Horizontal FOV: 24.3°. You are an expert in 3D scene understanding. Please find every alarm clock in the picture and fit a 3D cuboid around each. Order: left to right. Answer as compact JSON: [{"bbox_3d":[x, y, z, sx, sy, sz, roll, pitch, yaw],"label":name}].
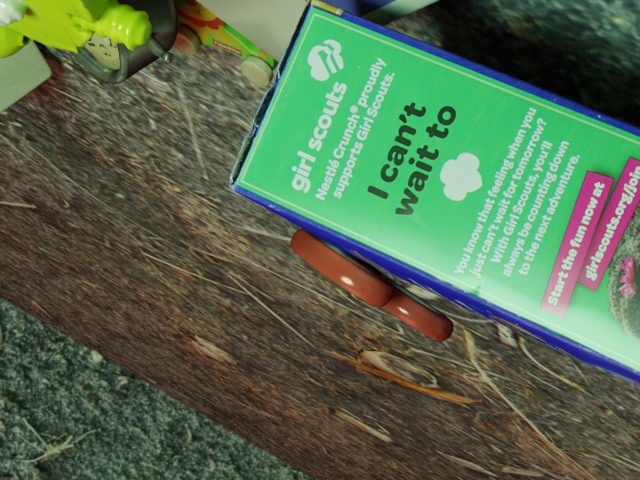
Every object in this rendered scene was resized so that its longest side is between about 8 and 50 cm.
[{"bbox_3d":[-0.160,-0.177,1.014,0.192,0.064,0.129,14,137,56],"label":"alarm clock"}]

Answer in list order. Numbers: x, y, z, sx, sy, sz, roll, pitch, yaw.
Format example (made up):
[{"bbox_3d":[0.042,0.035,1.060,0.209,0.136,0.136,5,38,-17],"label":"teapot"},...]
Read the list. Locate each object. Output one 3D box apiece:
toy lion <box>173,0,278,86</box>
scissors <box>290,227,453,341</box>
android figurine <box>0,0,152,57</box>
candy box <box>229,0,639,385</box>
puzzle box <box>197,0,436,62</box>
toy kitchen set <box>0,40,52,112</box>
[{"bbox_3d":[-0.074,-0.159,1.016,0.100,0.034,0.096,25,155,20],"label":"toy lion"},{"bbox_3d":[0.000,0.000,1.000,0.109,0.021,0.297,28,-175,-26],"label":"scissors"},{"bbox_3d":[-0.205,-0.169,0.730,0.273,0.056,0.248,26,166,13],"label":"android figurine"},{"bbox_3d":[0.147,0.002,0.835,0.317,0.122,0.268,23,180,22],"label":"candy box"},{"bbox_3d":[-0.110,-0.248,0.771,0.409,0.052,0.272,36,163,-18],"label":"puzzle box"},{"bbox_3d":[-0.370,-0.201,1.319,0.166,0.122,0.207,8,133,53],"label":"toy kitchen set"}]
